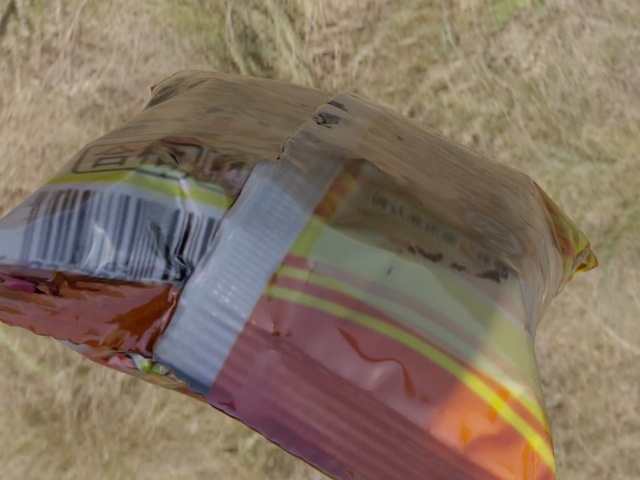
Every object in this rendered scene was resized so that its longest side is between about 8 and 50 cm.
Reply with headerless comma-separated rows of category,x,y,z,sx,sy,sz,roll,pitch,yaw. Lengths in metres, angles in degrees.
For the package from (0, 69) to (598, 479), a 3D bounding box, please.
package,0.007,0.002,0.581,0.223,0.288,0.108,23,115,1
